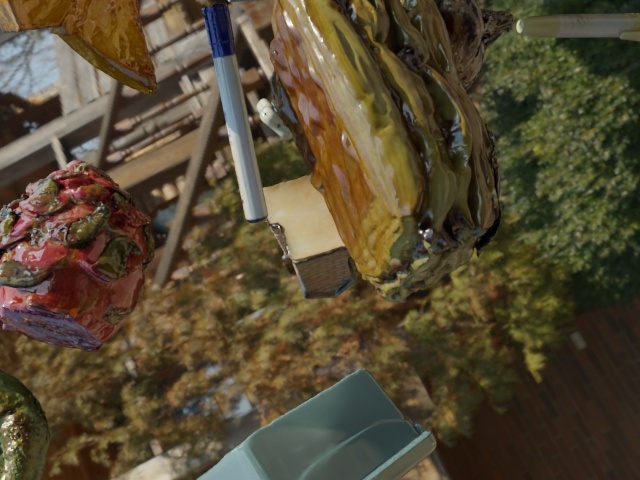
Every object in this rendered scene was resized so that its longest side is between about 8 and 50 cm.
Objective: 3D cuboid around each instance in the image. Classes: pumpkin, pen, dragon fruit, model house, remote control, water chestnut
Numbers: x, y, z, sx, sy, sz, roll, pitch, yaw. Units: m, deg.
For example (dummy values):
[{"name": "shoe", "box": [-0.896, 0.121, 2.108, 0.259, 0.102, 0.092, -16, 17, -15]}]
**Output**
[{"name": "pumpkin", "box": [-0.259, -0.317, 0.871, 0.095, 0.290, 0.258, 25, -162, 24]}, {"name": "pen", "box": [0.367, -0.281, 1.030, 0.032, 0.233, 0.040, 109, 151, -56]}, {"name": "dragon fruit", "box": [-0.387, 0.020, 1.245, 0.269, 0.250, 0.291, 85, -169, -59]}, {"name": "model house", "box": [0.000, 0.000, 1.381, 0.172, 0.166, 0.183, 77, 177, -54]}, {"name": "remote control", "box": [-0.082, -0.225, 1.431, 0.074, 0.032, 0.122, 39, -169, -21]}, {"name": "water chestnut", "box": [0.202, -0.388, 1.442, 0.289, 0.244, 0.289, 41, -179, -1]}, {"name": "pen", "box": [-0.103, -0.153, 0.953, 0.033, 0.033, 0.269, -109, 9, -73]}]

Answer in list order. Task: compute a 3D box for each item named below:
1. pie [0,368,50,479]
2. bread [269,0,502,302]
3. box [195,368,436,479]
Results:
[{"name": "pie", "box": [-0.530, 0.302, 1.096, 0.277, 0.277, 0.078, 63, 165, 7]}, {"name": "bread", "box": [0.074, -0.118, 0.813, 0.324, 0.167, 0.277, 63, 169, 13]}, {"name": "box", "box": [-0.009, 0.235, 0.768, 0.227, 0.162, 0.130, -24, -107, -43]}]
